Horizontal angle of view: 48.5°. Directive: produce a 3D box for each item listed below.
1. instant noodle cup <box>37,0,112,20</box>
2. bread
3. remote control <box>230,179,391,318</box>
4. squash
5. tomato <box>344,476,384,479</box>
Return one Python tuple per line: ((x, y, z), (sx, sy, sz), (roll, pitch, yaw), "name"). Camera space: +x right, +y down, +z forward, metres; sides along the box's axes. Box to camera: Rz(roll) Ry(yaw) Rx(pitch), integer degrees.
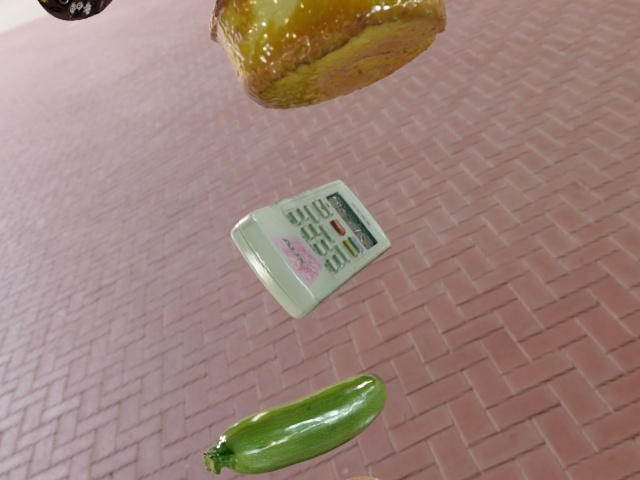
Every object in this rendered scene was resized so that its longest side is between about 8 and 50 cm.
((-0.284, -0.322, 0.737), (0.122, 0.151, 0.151), (30, 53, 13), "instant noodle cup")
((0.011, -0.242, 0.764), (0.268, 0.146, 0.268), (-19, -3, -1), "bread")
((0.001, -0.001, 0.996), (0.050, 0.145, 0.344), (-40, -3, 24), "remote control")
((-0.024, 0.317, 1.214), (0.394, 0.107, 0.107), (-11, 14, -40), "squash")
((0.090, 0.687, 1.594), (0.303, 0.304, 0.239), (-31, 18, -6), "tomato")
